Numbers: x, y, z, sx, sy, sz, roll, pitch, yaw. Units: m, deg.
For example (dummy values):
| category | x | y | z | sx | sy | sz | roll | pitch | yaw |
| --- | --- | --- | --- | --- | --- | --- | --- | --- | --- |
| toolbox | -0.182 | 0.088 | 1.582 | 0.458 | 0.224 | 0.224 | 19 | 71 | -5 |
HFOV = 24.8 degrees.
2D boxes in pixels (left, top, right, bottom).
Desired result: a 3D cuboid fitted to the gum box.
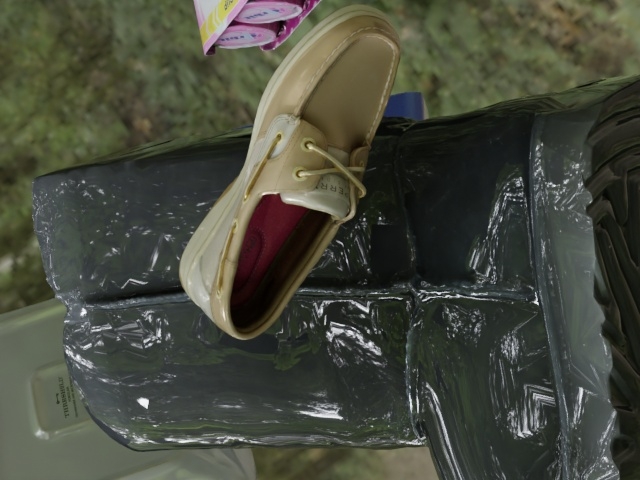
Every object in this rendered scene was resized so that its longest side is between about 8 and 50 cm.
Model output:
| category | x | y | z | sx | sy | sz | roll | pitch | yaw |
| --- | --- | --- | --- | --- | --- | --- | --- | --- | --- |
| gum box | -0.046 | -0.208 | 1.035 | 0.188 | 0.062 | 0.107 | 152 | 109 | -70 |

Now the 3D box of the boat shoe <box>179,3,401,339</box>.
| category | x | y | z | sx | sy | sz | roll | pitch | yaw |
| --- | --- | --- | --- | --- | --- | --- | --- | --- | --- |
| boat shoe | -0.006 | -0.027 | 0.682 | 0.063 | 0.170 | 0.059 | 16 | -158 | -34 |

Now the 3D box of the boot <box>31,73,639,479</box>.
| category | x | y | z | sx | sy | sz | roll | pitch | yaw |
| --- | --- | --- | --- | --- | --- | --- | --- | --- | --- |
| boot | 0.010 | 0.108 | 0.833 | 0.445 | 0.146 | 0.367 | -4 | 88 | 43 |

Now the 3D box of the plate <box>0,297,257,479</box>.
| category | x | y | z | sx | sy | sz | roll | pitch | yaw |
| --- | --- | --- | --- | --- | --- | --- | --- | --- | --- |
| plate | -0.220 | 0.148 | 1.325 | 0.045 | 0.278 | 0.277 | 75 | 177 | -53 |

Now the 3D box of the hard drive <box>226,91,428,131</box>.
| category | x | y | z | sx | sy | sz | roll | pitch | yaw |
| --- | --- | --- | --- | --- | --- | --- | --- | --- | --- |
| hard drive | 0.000 | 0.000 | 1.344 | 0.040 | 0.210 | 0.318 | 66 | -162 | -44 |
